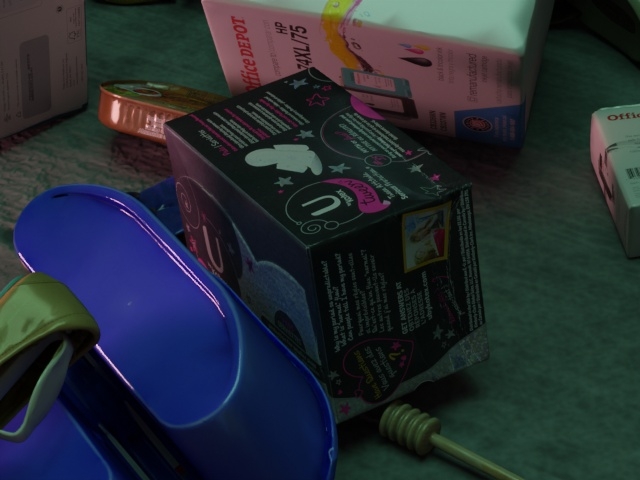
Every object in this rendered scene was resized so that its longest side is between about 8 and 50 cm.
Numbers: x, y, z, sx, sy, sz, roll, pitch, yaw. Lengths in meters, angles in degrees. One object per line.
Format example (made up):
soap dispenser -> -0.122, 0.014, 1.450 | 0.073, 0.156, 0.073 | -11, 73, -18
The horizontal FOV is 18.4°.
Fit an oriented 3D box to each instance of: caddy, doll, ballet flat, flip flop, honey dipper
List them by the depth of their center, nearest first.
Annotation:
ballet flat -> -0.229, 0.120, 1.251 | 0.073, 0.080, 0.232 | 32, 75, 25
caddy -> -0.140, 0.122, 1.372 | 0.241, 0.179, 0.341 | -40, 47, -6
honey dipper -> 0.115, 0.160, 1.413 | 0.160, 0.030, 0.030 | 26, 48, 27
doll -> -0.164, -0.015, 1.642 | 0.189, 0.046, 0.129 | -23, 41, -26
flip flop -> 0.213, -0.240, 1.851 | 0.080, 0.112, 0.277 | -36, 52, -14

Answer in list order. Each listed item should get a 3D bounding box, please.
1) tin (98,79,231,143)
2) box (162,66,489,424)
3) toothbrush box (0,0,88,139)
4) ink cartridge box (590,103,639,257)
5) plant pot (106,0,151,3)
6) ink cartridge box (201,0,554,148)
tin -> -0.108, -0.105, 1.725 | 0.189, 0.040, 0.106 | 16, 11, 25
box -> 0.000, 0.000, 1.496 | 0.142, 0.163, 0.247 | -21, 33, -20
toothbrush box -> -0.348, -0.253, 1.814 | 0.126, 0.216, 0.295 | -23, 42, -34
ink cartridge box -> 0.286, -0.053, 1.633 | 0.099, 0.056, 0.135 | -7, 39, -3
plant pot -> -0.196, -0.282, 1.956 | 0.083, 0.081, 0.081 | -14, 39, 5
ink cartridge box -> 0.060, -0.224, 1.686 | 0.270, 0.198, 0.197 | 11, 71, 10
